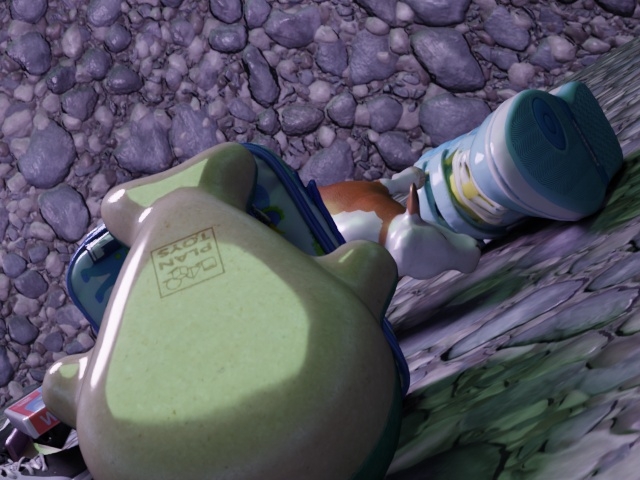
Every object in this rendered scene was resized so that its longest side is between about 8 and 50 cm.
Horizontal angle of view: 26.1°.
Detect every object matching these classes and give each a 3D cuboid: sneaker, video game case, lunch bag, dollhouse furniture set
[{"bbox_3d":[0.154,-0.048,1.280,0.208,0.127,0.319,-27,-4,25],"label":"sneaker"},{"bbox_3d":[-0.324,0.229,1.355,0.229,0.132,0.086,-33,5,-19],"label":"sneaker"},{"bbox_3d":[-0.190,0.108,1.421,0.285,0.025,0.204,-34,6,-17],"label":"video game case"},{"bbox_3d":[-0.052,0.051,0.937,0.176,0.219,0.090,-31,5,2],"label":"lunch bag"},{"bbox_3d":[-0.320,0.282,1.558,0.081,0.091,0.114,13,52,20],"label":"dollhouse furniture set"},{"bbox_3d":[-0.362,0.263,1.666,0.217,0.079,0.121,-43,13,-27],"label":"sneaker"}]

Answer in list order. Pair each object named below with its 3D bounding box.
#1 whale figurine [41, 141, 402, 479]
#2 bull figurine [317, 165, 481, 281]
[{"bbox_3d":[-0.052,0.064,0.804,0.216,0.141,0.272,-24,46,1],"label":"whale figurine"},{"bbox_3d":[0.000,0.000,1.220,0.310,0.101,0.188,-7,7,23],"label":"bull figurine"}]
